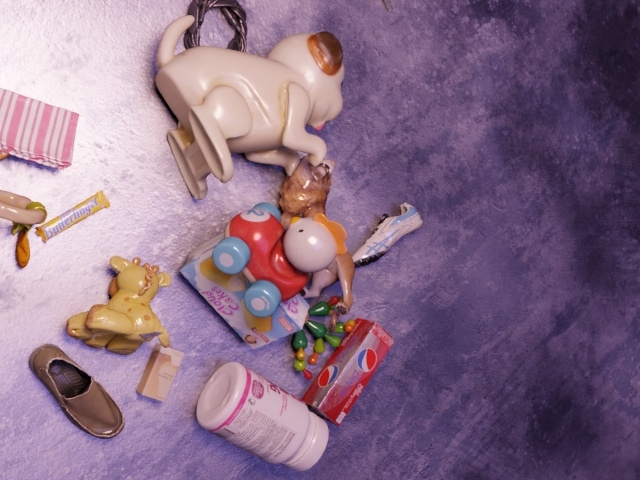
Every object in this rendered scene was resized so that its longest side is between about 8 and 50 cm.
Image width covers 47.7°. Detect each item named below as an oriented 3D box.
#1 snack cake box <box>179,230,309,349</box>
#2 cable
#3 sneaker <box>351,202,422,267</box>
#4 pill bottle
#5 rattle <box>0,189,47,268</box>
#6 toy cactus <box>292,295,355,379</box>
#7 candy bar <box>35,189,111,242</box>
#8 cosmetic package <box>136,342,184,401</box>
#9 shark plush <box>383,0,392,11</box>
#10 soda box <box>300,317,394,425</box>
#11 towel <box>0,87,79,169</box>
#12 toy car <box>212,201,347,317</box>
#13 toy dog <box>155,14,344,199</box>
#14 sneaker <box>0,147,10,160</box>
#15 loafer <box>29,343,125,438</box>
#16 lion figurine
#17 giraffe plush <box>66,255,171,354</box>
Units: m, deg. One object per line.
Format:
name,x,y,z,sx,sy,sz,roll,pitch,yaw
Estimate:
snack cake box,-0.167,0.108,1.619,0.264,0.152,0.089,51,30,-21
cable,-0.234,-0.464,1.642,0.150,0.047,0.184,-2,96,-39
sneaker,0.160,-0.011,1.873,0.237,0.085,0.086,-37,83,-21
pill bottle,-0.127,0.409,1.655,0.283,0.160,0.160,37,73,-27
rattle,-0.628,-0.034,1.360,0.143,0.130,0.199,-51,158,17
toy cactus,-0.021,0.211,1.759,0.180,0.112,0.219,39,81,-16
candy bar,-0.512,-0.049,1.496,0.161,0.018,0.040,-35,108,-26
cosmetic package,-0.351,0.289,1.587,0.060,0.041,0.115,25,78,-29
shark plush,0.135,-0.662,1.867,0.067,0.073,0.161,-44,134,-2
soda box,0.070,0.325,1.811,0.083,0.092,0.263,45,70,-23
towel,-0.575,-0.226,1.411,0.197,0.029,0.144,17,52,-30
toy car,-0.056,0.002,1.479,0.210,0.238,0.219,56,28,-12
toy dog,-0.132,-0.314,1.590,0.408,0.284,0.395,-24,84,-25
sneaker,-0.678,-0.151,1.364,0.084,0.083,0.215,47,45,14
loafer,-0.492,0.319,1.476,0.094,0.087,0.251,-48,113,-21
lion figurine,0.000,0.000,1.728,0.240,0.142,0.392,-54,130,-57
giraffe plush,-0.398,0.126,1.494,0.181,0.210,0.170,49,38,-55
